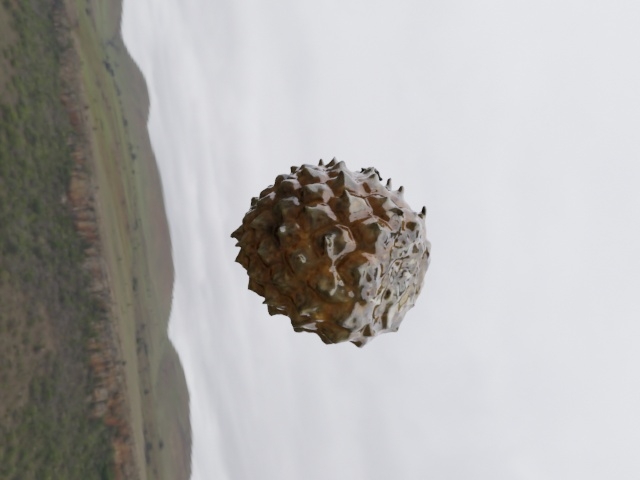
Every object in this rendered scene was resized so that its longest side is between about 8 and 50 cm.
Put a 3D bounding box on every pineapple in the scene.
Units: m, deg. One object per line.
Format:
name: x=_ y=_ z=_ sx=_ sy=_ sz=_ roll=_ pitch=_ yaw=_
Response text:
pineapple: x=0.000 y=0.000 z=0.594 sx=0.193 sy=0.166 sz=0.166 roll=28 pitch=-47 yaw=33
